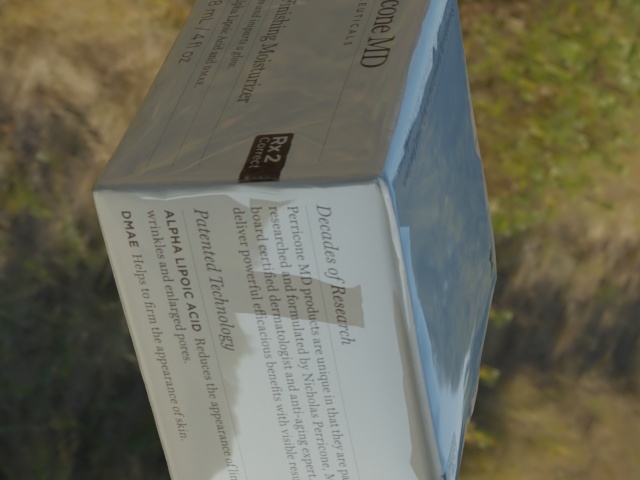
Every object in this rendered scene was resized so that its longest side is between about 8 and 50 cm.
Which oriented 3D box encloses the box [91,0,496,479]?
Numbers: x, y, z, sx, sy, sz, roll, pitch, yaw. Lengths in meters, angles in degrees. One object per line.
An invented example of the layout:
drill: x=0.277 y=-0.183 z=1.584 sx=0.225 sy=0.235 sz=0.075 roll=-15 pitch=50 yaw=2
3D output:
box: x=0.000 y=0.000 z=0.817 sx=0.181 sy=0.119 sz=0.182 roll=-72 pitch=155 yaw=-53
